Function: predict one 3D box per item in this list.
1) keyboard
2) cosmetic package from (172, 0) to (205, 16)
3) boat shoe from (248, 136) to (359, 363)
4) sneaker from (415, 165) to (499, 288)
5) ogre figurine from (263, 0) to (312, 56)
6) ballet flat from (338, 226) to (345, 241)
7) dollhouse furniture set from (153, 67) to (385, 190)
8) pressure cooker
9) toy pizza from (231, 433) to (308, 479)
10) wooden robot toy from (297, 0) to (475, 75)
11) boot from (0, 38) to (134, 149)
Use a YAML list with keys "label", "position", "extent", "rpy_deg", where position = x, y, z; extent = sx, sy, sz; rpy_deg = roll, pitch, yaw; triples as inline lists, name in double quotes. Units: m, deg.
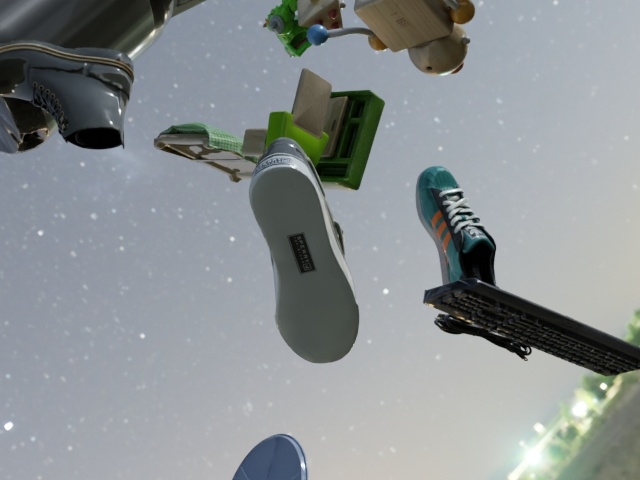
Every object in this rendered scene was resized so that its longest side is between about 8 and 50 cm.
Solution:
- label: "keyboard"
  position: [0.280, 0.130, 1.168]
  extent: [0.201, 0.317, 0.033]
  rpy_deg: [-28, 43, 64]
- label: "cosmetic package"
  position: [-0.220, -0.623, 1.658]
  extent: [0.377, 0.097, 0.284]
  rpy_deg: [-34, -27, -22]
- label: "boat shoe"
  position: [-0.010, 0.012, 0.768]
  extent: [0.070, 0.078, 0.219]
  rpy_deg: [-84, -14, -58]
- label: "sneaker"
  position: [0.275, -0.016, 1.631]
  extent: [0.108, 0.302, 0.121]
  rpy_deg: [-10, -14, -25]
- label: "ogre figurine"
  position: [-0.031, -0.379, 1.431]
  extent: [0.118, 0.097, 0.197]
  rpy_deg: [-51, 5, 1]
- label: "ballet flat"
  position: [0.000, 0.000, 0.975]
  extent: [0.052, 0.057, 0.168]
  rpy_deg: [-51, -1, 4]
- label: "dollhouse furniture set"
  position: [-0.087, -0.184, 1.334]
  extent: [0.197, 0.301, 0.151]
  rpy_deg: [23, -102, -45]
- label: "pressure cooker"
  position: [-0.439, -0.389, 1.305]
  extent: [0.420, 0.370, 0.375]
  rpy_deg: [-49, -5, -24]
- label: "toy pizza"
  position: [-0.075, 0.375, 1.206]
  extent: [0.032, 0.201, 0.201]
  rpy_deg: [29, -75, -29]
- label: "wooden robot toy"
  position: [0.069, -0.134, 0.489]
  extent: [0.079, 0.173, 0.076]
  rpy_deg: [43, -126, -37]
- label: "boot"
  position: [-0.324, -0.166, 1.005]
  extent: [0.198, 0.137, 0.077]
  rpy_deg: [-4, -36, -4]
